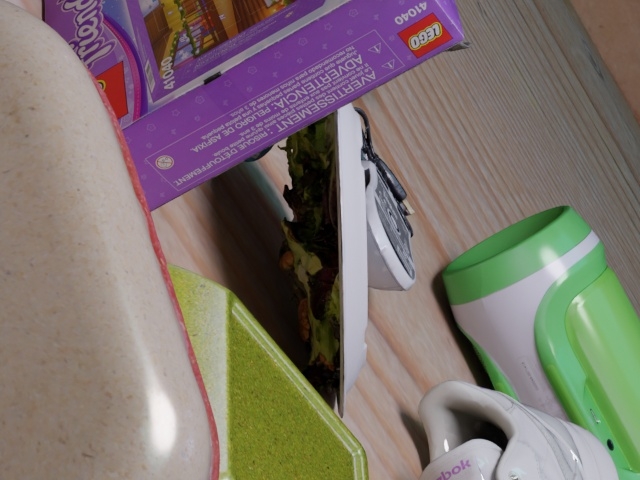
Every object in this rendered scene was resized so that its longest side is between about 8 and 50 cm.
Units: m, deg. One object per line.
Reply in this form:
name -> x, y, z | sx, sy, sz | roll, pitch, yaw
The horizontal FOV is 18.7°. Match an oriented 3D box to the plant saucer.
plant saucer -> -0.026, 0.114, 0.912 | 0.188, 0.045, 0.188 | 52, 20, -33

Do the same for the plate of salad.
plate of salad -> 0.000, 0.000, 1.086 | 0.200, 0.048, 0.199 | 179, -90, -88

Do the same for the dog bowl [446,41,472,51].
dog bowl -> -0.006, -0.279, 1.429 | 0.348, 0.102, 0.348 | 59, 14, -25

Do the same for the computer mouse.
computer mouse -> 0.029, -0.017, 1.286 | 0.106, 0.042, 0.193 | 63, 10, -17

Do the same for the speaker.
speaker -> 0.207, 0.128, 1.443 | 0.296, 0.131, 0.131 | 61, 17, -6

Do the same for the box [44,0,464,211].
box -> -0.047, -0.162, 0.997 | 0.057, 0.201, 0.293 | 47, 23, -40

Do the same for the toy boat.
toy boat -> -0.125, 0.034, 0.633 | 0.151, 0.151, 0.231 | 99, -26, -65

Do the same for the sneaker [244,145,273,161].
sneaker -> -0.064, -0.143, 1.149 | 0.126, 0.091, 0.240 | 63, 19, -48

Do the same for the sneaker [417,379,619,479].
sneaker -> 0.118, 0.208, 1.137 | 0.152, 0.114, 0.305 | 34, 26, -32
